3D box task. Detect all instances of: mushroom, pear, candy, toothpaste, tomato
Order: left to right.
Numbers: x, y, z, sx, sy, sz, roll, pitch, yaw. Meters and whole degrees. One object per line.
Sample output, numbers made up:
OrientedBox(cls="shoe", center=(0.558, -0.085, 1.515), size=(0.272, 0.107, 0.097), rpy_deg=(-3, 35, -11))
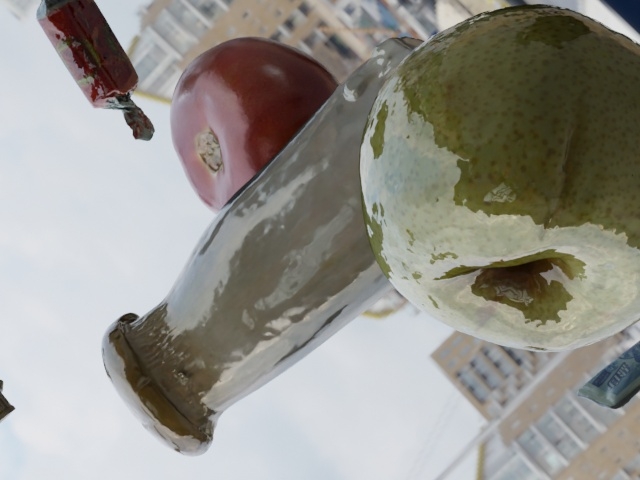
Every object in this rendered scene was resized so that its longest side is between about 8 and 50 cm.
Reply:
OrientedBox(cls="candy", center=(-0.310, -0.256, 1.435), size=(0.292, 0.059, 0.086), rpy_deg=(59, -149, -10))
OrientedBox(cls="tomato", center=(-0.048, -0.094, 0.980), size=(0.195, 0.136, 0.195), rpy_deg=(36, 137, 42))
OrientedBox(cls="mushroom", center=(0.000, -0.004, 0.827), size=(0.137, 0.407, 0.154), rpy_deg=(48, -177, 18))
OrientedBox(cls="pear", center=(0.095, -0.030, 0.495), size=(0.167, 0.167, 0.136), rpy_deg=(39, -126, -33))
OrientedBox(cls="toothpaste", center=(0.468, 0.142, 1.463), size=(0.069, 0.268, 0.047), rpy_deg=(43, 160, 35))

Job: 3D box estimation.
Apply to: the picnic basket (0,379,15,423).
OrientedBox(cls="picnic basket", center=(-0.700, 0.325, 1.799), size=(0.175, 0.228, 0.313), rpy_deg=(51, -132, 0))
